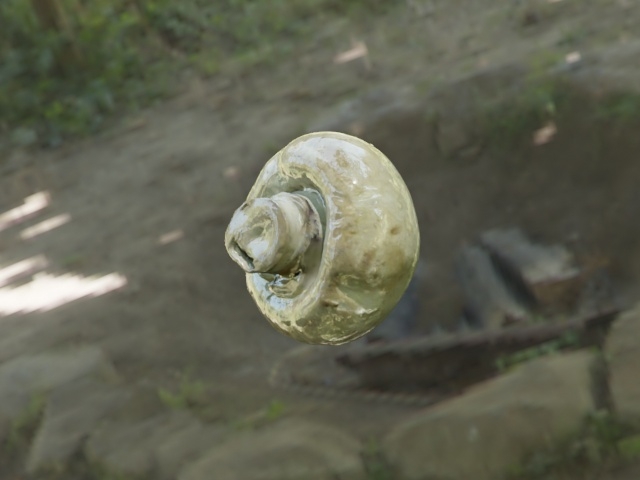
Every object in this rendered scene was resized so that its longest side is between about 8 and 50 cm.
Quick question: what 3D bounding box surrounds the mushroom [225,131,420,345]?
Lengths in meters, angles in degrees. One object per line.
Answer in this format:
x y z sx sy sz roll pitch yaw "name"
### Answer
0.000 0.000 1.419 0.127 0.166 0.166 -5 3 -42 "mushroom"
